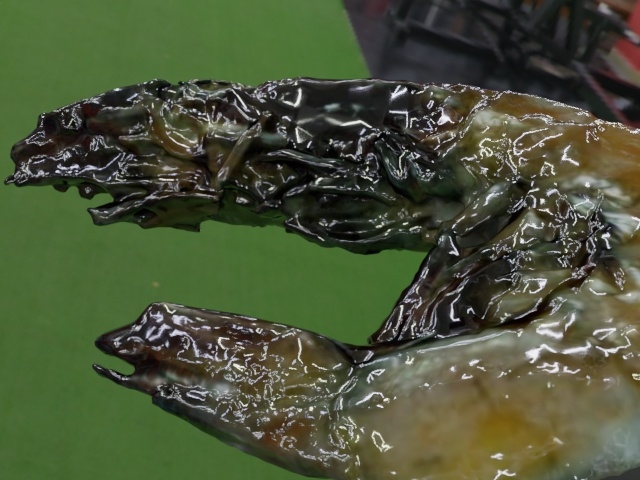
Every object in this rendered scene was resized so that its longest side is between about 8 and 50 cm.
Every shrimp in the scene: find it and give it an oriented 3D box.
[{"bbox_3d":[0.000,0.000,0.409,0.365,0.071,0.233,9,34,23],"label":"shrimp"}]
